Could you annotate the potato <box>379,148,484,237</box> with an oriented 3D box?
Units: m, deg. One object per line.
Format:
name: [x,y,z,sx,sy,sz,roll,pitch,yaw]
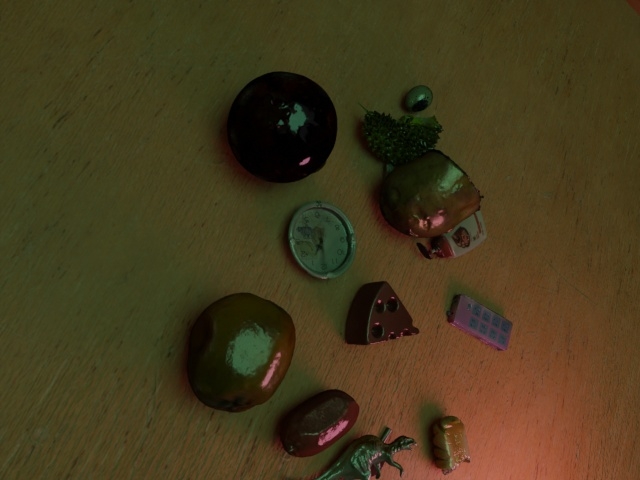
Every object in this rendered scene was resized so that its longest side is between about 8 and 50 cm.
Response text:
potato: [0.328,-0.113,1.874,0.288,0.301,0.237,39,79,13]

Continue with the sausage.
sausage: [-0.005,0.494,1.610,0.254,0.148,0.148,-29,95,-32]

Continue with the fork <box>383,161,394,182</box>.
fork: [0.229,-0.295,1.959,0.034,0.028,0.219,10,76,-24]

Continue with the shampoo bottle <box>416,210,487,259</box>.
shampoo bottle: [0.444,-0.011,1.997,0.284,0.071,0.153,-30,110,-30]

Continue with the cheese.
cheese: [0.161,0.252,1.765,0.177,0.128,0.203,-40,105,-27]

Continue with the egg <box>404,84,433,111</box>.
egg: [0.335,-0.485,2.023,0.110,0.085,0.085,-35,99,-30]

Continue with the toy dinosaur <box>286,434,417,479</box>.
toy dinosaur: [0.090,0.655,1.662,0.392,0.092,0.206,3,76,-12]

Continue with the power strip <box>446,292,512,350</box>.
power strip: [0.552,0.282,2.028,0.279,0.037,0.109,29,68,-22]

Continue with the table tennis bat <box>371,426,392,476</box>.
table tennis bat: [0.167,0.626,1.756,0.087,0.013,0.156,44,64,-12]

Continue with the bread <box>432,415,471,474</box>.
bread: [0.406,0.639,1.848,0.119,0.084,0.177,-1,80,-32]

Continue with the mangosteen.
mangosteen: [-0.102,-0.303,1.656,0.306,0.359,0.306,-1,81,5]

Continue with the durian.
durian: [0.276,-0.348,1.954,0.355,0.157,0.169,-2,43,-38]

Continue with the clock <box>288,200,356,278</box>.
clock: [0.000,0.000,1.756,0.236,0.053,0.236,7,77,-31]

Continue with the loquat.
loquat: [-0.192,0.277,1.464,0.276,0.276,0.284,21,55,-25]
